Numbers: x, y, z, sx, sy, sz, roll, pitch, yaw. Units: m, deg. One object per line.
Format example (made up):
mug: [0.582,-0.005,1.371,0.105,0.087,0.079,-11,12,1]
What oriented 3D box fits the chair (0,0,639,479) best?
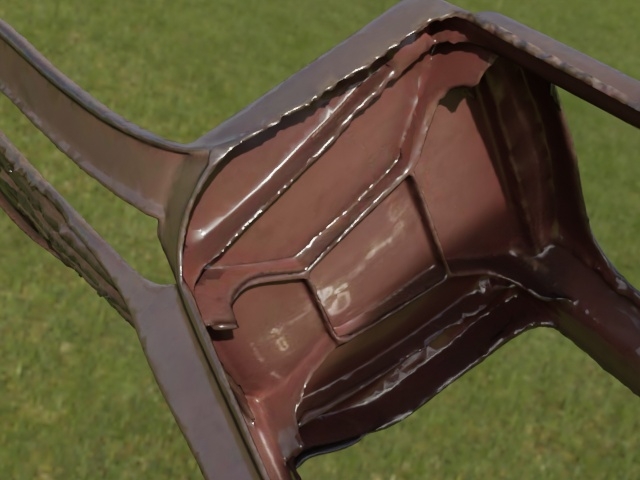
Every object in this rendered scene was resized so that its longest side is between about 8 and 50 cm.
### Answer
chair: [0.000,0.000,0.472,0.183,0.175,0.326,-34,46,-10]
